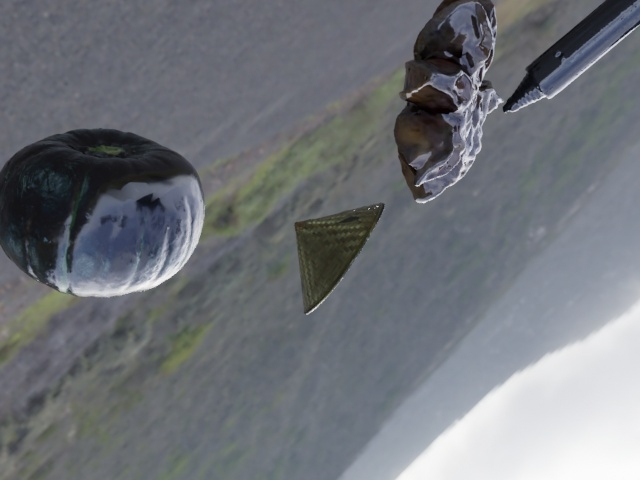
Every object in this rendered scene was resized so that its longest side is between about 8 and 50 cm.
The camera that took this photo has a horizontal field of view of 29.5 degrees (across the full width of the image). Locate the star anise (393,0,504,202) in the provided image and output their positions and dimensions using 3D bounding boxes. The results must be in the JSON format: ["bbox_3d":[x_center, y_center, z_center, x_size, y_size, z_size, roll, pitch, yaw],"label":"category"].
[{"bbox_3d":[0.172,-0.193,1.597,0.315,0.108,0.315,-48,147,-48],"label":"star anise"}]

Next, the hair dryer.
[{"bbox_3d":[0.380,-0.280,1.590,0.352,0.107,0.189,-40,157,13],"label":"hair dryer"}]

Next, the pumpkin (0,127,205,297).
[{"bbox_3d":[-0.330,-0.031,1.796,0.315,0.315,0.239,-43,150,-67],"label":"pumpkin"}]

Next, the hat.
[{"bbox_3d":[0.000,0.000,1.291,0.146,0.067,0.146,-53,-174,8],"label":"hat"}]
